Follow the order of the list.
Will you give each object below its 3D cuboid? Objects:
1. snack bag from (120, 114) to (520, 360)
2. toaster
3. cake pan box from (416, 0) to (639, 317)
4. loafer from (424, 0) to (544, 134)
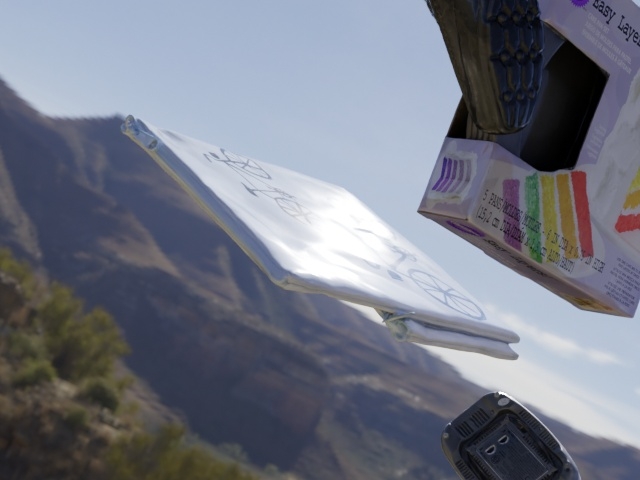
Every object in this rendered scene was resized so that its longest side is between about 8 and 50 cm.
[{"bbox_3d":[0.000,0.000,1.170,0.342,0.037,0.323,16,20,-44],"label":"snack bag"},{"bbox_3d":[0.267,0.318,1.567,0.227,0.129,0.146,46,-9,44],"label":"toaster"},{"bbox_3d":[0.219,-0.088,1.027,0.267,0.246,0.070,29,-11,-39],"label":"cake pan box"},{"bbox_3d":[0.108,-0.185,0.864,0.076,0.223,0.078,-13,3,-43],"label":"loafer"}]
